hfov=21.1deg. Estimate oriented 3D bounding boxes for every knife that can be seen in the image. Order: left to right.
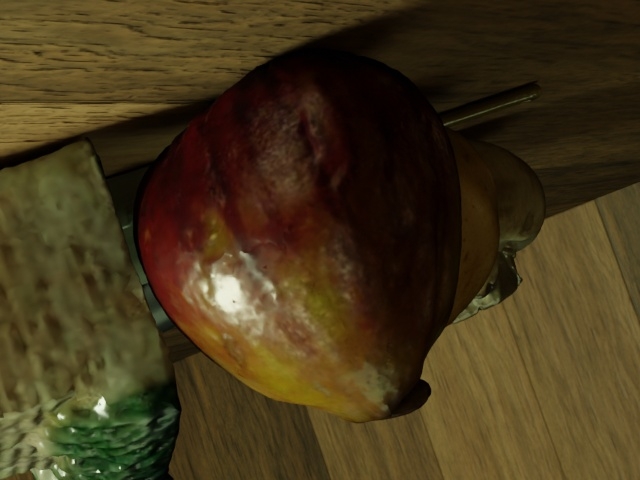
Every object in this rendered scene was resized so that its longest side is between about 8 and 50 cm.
[{"bbox_3d":[0.085,-0.096,1.603,0.256,0.022,0.046,-19,178,-4],"label":"knife"}]

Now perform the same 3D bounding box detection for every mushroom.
[{"bbox_3d":[0.112,-0.005,1.784,0.255,0.184,0.255,-24,-173,3],"label":"mushroom"}]

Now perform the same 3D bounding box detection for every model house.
[{"bbox_3d":[-0.270,0.094,1.211,0.284,0.243,0.298,-13,161,-17],"label":"model house"}]

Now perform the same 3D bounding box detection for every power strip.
[{"bbox_3d":[-0.148,-0.009,1.455,0.118,0.046,0.270,-22,169,-8],"label":"power strip"}]

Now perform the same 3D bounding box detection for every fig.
[{"bbox_3d":[-0.008,-0.010,1.144,0.224,0.263,0.224,-9,132,-10],"label":"fig"}]

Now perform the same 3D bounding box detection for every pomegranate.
[{"bbox_3d":[0.049,-0.011,1.450,0.207,0.207,0.207,-19,174,-2],"label":"pomegranate"}]

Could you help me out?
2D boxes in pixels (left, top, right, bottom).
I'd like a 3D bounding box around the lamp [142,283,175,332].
[{"bbox_3d":[-0.211,0.061,1.665,0.227,0.147,0.172,-28,150,7],"label":"lamp"}]
